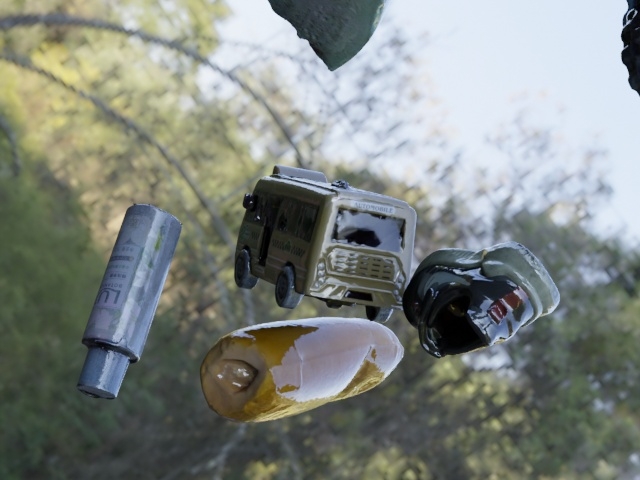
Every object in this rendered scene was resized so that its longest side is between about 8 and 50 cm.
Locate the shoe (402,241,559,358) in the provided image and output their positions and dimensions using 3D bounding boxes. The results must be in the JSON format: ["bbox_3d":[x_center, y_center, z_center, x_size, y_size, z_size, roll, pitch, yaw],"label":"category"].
[{"bbox_3d":[0.141,0.071,1.562,0.099,0.112,0.227,56,-34,-11],"label":"shoe"}]

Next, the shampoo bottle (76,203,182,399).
[{"bbox_3d":[-0.209,0.066,1.629,0.072,0.214,0.072,13,-24,6],"label":"shampoo bottle"}]

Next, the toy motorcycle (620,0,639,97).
[{"bbox_3d":[0.392,-0.214,1.303,0.172,0.416,0.232,-32,-106,55],"label":"toy motorcycle"}]

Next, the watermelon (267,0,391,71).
[{"bbox_3d":[-0.012,-0.366,1.626,0.320,0.214,0.289,76,12,-71],"label":"watermelon"}]

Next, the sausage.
[{"bbox_3d":[-0.013,0.157,1.907,0.116,0.134,0.354,46,22,22],"label":"sausage"}]

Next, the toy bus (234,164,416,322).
[{"bbox_3d":[0.000,0.000,1.793,0.139,0.157,0.289,10,3,-20],"label":"toy bus"}]
